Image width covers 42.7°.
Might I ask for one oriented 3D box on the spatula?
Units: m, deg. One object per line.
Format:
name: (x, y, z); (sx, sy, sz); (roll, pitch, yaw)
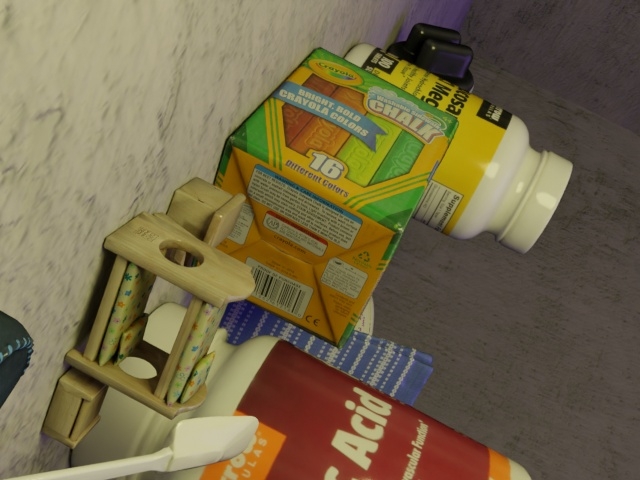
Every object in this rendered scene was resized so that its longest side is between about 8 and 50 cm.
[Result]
spatula: (-0.164, 0.204, 0.594); (0.242, 0.019, 0.168); (2, 123, -41)

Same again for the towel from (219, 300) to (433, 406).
towel: (-0.035, 0.205, 1.071); (0.243, 0.336, 0.040); (-63, -157, 11)

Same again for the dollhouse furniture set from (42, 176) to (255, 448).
dollhouse furniture set: (-0.112, 0.067, 0.650); (0.182, 0.101, 0.161); (-65, 175, 26)

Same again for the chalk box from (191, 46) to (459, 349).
chalk box: (0.020, -0.068, 0.866); (0.289, 0.180, 0.179); (-59, 174, -49)

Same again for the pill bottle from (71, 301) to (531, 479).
pill bottle: (-0.019, 0.229, 0.789); (0.224, 0.392, 0.224); (-63, 175, -9)

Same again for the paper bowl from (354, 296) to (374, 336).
paper bowl: (-0.051, 0.162, 1.229); (0.284, 0.148, 0.284); (-53, -156, 35)

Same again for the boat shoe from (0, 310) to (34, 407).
boat shoe: (-0.189, 0.141, 0.318); (0.258, 0.089, 0.109); (-59, 174, -32)

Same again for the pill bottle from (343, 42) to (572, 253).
pill bottle: (0.160, -0.119, 1.121); (0.188, 0.334, 0.188); (-62, 175, -9)

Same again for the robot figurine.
robot figurine: (0.170, -0.252, 1.496); (0.209, 0.173, 0.278); (-51, 168, -53)
